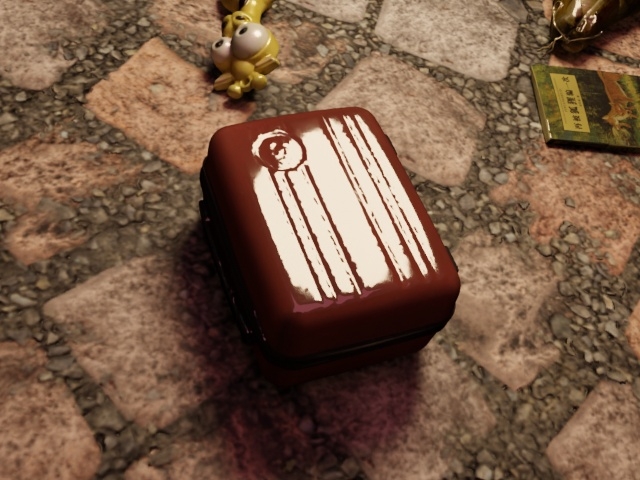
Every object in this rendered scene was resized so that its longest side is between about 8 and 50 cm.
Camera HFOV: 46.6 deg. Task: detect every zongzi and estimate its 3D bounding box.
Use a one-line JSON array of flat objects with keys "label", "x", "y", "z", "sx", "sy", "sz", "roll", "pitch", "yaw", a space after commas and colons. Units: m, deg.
[{"label": "zongzi", "x": 0.509, "y": -0.388, "z": 1.270, "sx": 0.241, "sy": 0.111, "sz": 0.247, "roll": 19, "pitch": 58, "yaw": -4}]

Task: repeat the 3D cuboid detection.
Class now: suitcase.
[{"label": "suitcase", "x": 0.000, "y": 0.000, "z": 0.843, "sx": 0.236, "sy": 0.161, "sz": 0.297, "roll": -11, "pitch": 58, "yaw": -19}]

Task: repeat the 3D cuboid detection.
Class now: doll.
[{"label": "doll", "x": -0.108, "y": -0.329, "z": 1.109, "sx": 0.117, "sy": 0.086, "sz": 0.291, "roll": -18, "pitch": 52, "yaw": 25}]

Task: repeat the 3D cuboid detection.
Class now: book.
[{"label": "book", "x": 0.450, "y": -0.205, "z": 1.173, "sx": 0.228, "sy": 0.024, "sz": 0.160, "roll": 5, "pitch": 56, "yaw": -9}]
